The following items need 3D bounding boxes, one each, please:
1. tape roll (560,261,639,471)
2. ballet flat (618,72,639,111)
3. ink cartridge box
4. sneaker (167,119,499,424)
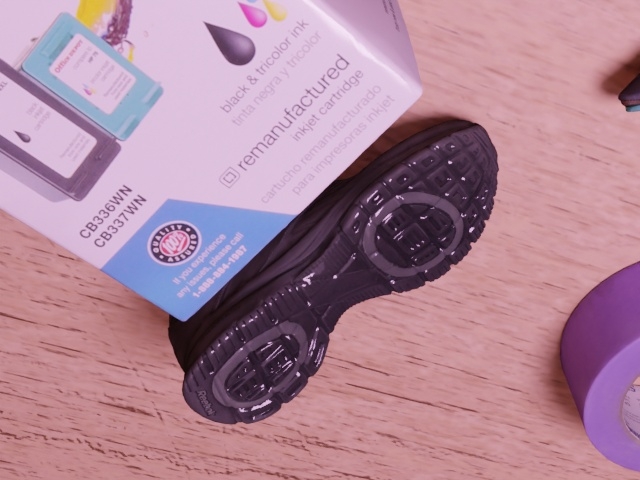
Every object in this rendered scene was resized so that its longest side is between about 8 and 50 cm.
[{"bbox_3d":[0.306,0.107,0.774,0.189,0.080,0.189,-1,126,-1],"label":"tape roll"},{"bbox_3d":[0.302,-0.135,0.614,0.203,0.074,0.074,-8,126,10],"label":"ballet flat"},{"bbox_3d":[-0.117,-0.137,0.502,0.270,0.197,0.198,35,116,-24],"label":"ink cartridge box"},{"bbox_3d":[0.000,0.000,0.665,0.286,0.130,0.109,-37,129,-5],"label":"sneaker"}]
